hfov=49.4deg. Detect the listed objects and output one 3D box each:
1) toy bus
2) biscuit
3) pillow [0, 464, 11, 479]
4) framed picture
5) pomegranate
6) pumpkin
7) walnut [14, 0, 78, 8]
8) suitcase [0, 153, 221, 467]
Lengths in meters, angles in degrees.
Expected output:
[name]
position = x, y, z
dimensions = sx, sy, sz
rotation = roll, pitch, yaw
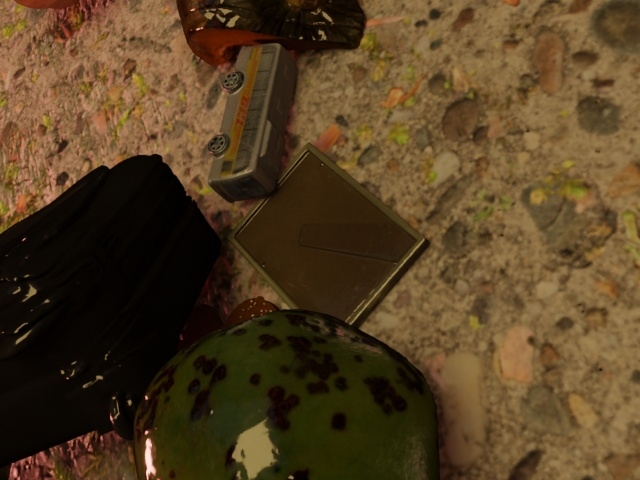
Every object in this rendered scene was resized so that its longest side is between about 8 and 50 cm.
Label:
[toy bus]
position = -0.077, -0.140, 0.817
dimensions = 0.075, 0.064, 0.191
rotation = -3, 65, 24
[biscuit]
position = -0.119, 0.137, 0.756
dimensions = 0.205, 0.031, 0.138
rotation = -37, 57, 13
[pillow]
position = -0.480, 0.388, 0.794
dimensions = 0.322, 0.120, 0.255
rotation = -39, 34, 16
[framed picture]
position = 0.000, 0.000, 0.749
dimensions = 0.150, 0.015, 0.203
rotation = -50, 54, 4
[pomegranate]
position = -0.017, 0.168, 0.572
dimensions = 0.254, 0.270, 0.254
rotation = 9, 111, 24
[pumpkin]
position = -0.079, -0.296, 0.844
dimensions = 0.248, 0.126, 0.131
rotation = -4, 72, 29
[walnut]
position = -0.430, -0.498, 1.066
dimensions = 0.273, 0.273, 0.227
rotation = -5, 35, 29
[suitcase]
position = -0.290, 0.078, 0.731
dimensions = 0.345, 0.188, 0.339
rotation = -26, 22, 22
